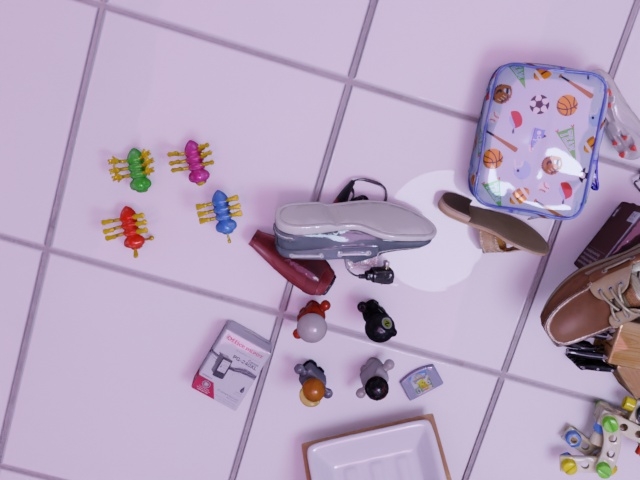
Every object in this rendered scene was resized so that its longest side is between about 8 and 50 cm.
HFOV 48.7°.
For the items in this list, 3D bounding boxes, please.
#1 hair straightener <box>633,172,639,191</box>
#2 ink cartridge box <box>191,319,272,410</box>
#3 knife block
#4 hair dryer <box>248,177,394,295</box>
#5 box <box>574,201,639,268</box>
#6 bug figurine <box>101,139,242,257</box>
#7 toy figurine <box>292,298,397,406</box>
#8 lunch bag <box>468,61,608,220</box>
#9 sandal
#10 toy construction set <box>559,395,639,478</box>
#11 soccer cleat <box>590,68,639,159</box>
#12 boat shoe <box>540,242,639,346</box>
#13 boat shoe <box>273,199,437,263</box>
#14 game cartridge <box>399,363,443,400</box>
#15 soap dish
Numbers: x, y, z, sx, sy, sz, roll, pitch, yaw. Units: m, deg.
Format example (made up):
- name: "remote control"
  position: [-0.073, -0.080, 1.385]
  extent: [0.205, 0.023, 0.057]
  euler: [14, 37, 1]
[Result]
- name: "hair straightener"
  position: [0.753, -0.116, 1.440]
  extent: [0.230, 0.047, 0.089]
  euler: [-4, 101, -1]
- name: "ink cartridge box"
  position: [-0.184, 0.259, 1.476]
  extent: [0.109, 0.063, 0.150]
  euler: [30, 99, -7]
- name: "knife block"
  position: [0.642, 0.191, 1.476]
  extent: [0.275, 0.088, 0.242]
  euler: [-33, 101, 5]
- name: "hair dryer"
  position: [0.000, 0.000, 1.442]
  extent: [0.293, 0.080, 0.224]
  euler: [-7, 86, -6]
- name: "box"
  position: [0.647, 0.051, 1.391]
  extent: [0.203, 0.168, 0.167]
  euler: [36, 101, 3]
- name: "bug figurine"
  position: [-0.294, -0.086, 1.402]
  extent: [0.278, 0.072, 0.216]
  euler: [-9, 95, 5]
- name: "toy figurine"
  position: [0.049, 0.226, 1.434]
  extent: [0.213, 0.148, 0.210]
  euler: [1, 101, -2]
- name: "lunch bag"
  position: [0.424, -0.186, 1.371]
  extent: [0.243, 0.115, 0.304]
  euler: [9, 101, 5]
- name: "sandal"
  position: [0.341, -0.014, 1.447]
  extent: [0.240, 0.088, 0.079]
  euler: [26, 131, 0]
- name: "toy construction set"
  position: [0.688, 0.448, 1.495]
  extent: [0.327, 0.151, 0.215]
  euler: [22, 100, -6]
- name: "soccer cleat"
  position: [0.588, -0.252, 1.407]
  extent: [0.076, 0.068, 0.196]
  euler: [-25, 88, -40]
- name: "boat shoe"
  position: [0.545, 0.083, 1.264]
  extent: [0.324, 0.120, 0.123]
  euler: [-37, 91, 13]
- name: "boat shoe"
  position: [0.065, -0.010, 1.377]
  extent: [0.319, 0.116, 0.099]
  euler: [2, 127, -11]
- name: "game cartridge"
  position: [0.216, 0.303, 1.522]
  extent: [0.083, 0.017, 0.056]
  euler: [-29, 97, 4]
- name: "soap dish"
  position: [0.122, 0.506, 1.463]
  extent: [0.290, 0.118, 0.229]
  euler: [-13, 60, 2]
